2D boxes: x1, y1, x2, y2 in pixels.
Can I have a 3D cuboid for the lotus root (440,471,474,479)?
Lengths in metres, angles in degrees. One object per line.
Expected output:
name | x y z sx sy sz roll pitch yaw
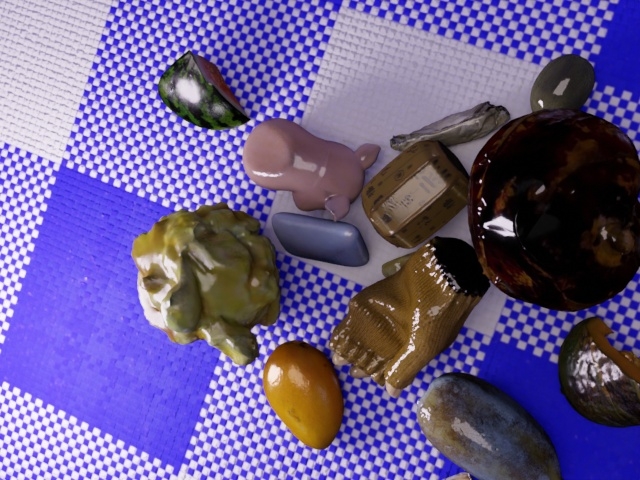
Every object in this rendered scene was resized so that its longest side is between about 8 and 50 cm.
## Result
lotus root | 0.247 0.459 1.684 0.083 0.030 0.037 -28 51 14

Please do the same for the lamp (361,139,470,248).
lamp | 0.177 -0.084 1.649 0.185 0.161 0.161 -38 78 16

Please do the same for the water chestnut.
water chestnut | 0.381 -0.054 1.531 0.335 0.347 0.336 -1 92 -17

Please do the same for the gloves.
gloves | 0.164 0.146 1.646 0.356 0.155 0.203 -45 57 28

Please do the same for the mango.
mango | -0.027 0.299 1.742 0.144 0.112 0.219 -21 94 17

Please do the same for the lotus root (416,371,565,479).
lotus root | 0.320 0.354 1.595 0.322 0.158 0.140 35 125 11

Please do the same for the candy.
candy | 0.000 0.000 1.721 0.174 0.138 0.071 11 68 19

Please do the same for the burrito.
burrito | 0.236 -0.206 1.681 0.229 0.063 0.058 -12 57 20

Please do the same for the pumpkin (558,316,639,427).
pumpkin | 0.490 0.265 1.523 0.278 0.111 0.163 42 119 33

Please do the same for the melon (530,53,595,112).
melon | 0.425 -0.267 1.599 0.098 0.098 0.131 44 103 14

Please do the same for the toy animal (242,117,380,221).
toy animal | -0.030 -0.144 1.722 0.250 0.154 0.167 22 88 15

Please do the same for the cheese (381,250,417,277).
cheese | 0.155 0.047 1.714 0.083 0.044 0.030 -23 98 15

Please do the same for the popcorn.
popcorn | -0.204 0.071 1.716 0.335 0.274 0.279 11 74 46

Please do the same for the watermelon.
watermelon | -0.231 -0.280 1.817 0.137 0.193 0.145 -26 80 -28
